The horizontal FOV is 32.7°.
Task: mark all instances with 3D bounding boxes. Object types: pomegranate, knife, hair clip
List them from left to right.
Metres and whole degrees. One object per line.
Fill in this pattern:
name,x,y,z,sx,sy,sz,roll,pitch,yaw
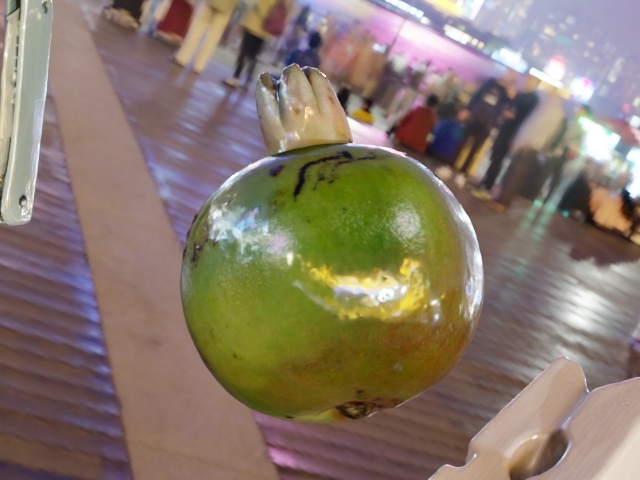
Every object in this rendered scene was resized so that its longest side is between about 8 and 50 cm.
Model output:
knife,-0.203,-0.090,0.732,0.023,0.162,0.044,9,6,14
pomegranate,0.000,0.000,0.632,0.180,0.180,0.209,7,64,-56
hair clip,0.075,0.179,0.565,0.101,0.085,0.331,10,40,46
